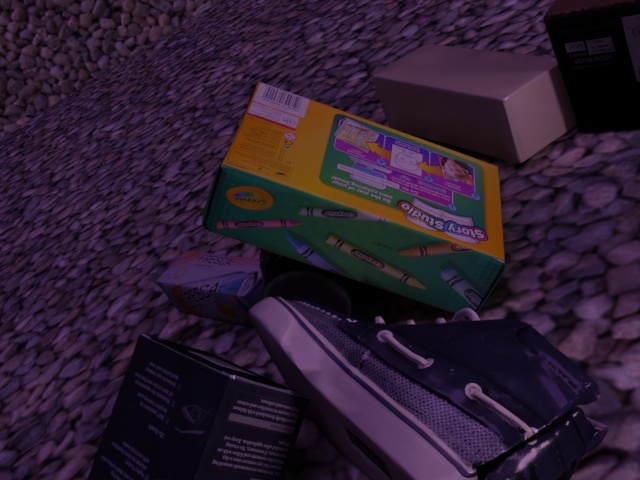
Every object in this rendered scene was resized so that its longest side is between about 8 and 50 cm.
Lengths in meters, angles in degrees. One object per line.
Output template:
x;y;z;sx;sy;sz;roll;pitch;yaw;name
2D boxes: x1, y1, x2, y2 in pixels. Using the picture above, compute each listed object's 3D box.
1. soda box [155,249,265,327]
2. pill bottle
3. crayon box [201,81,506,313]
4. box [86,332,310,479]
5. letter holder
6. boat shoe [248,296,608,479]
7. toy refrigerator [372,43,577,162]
-0.120;0.058;0.967;0.183;0.058;0.063;4;45;46;soda box
0.000;0.000;0.881;0.122;0.123;0.219;-18;33;21;pill bottle
0.040;-0.045;0.787;0.278;0.081;0.165;19;39;-5;crayon box
-0.111;0.180;0.685;0.156;0.093;0.158;12;80;50;box
0.432;-0.246;0.833;0.301;0.152;0.214;2;42;43;letter holder
0.077;0.113;0.667;0.158;0.127;0.340;-33;37;-17;boat shoe
0.190;-0.179;1.010;0.102;0.094;0.269;-34;30;-18;toy refrigerator
